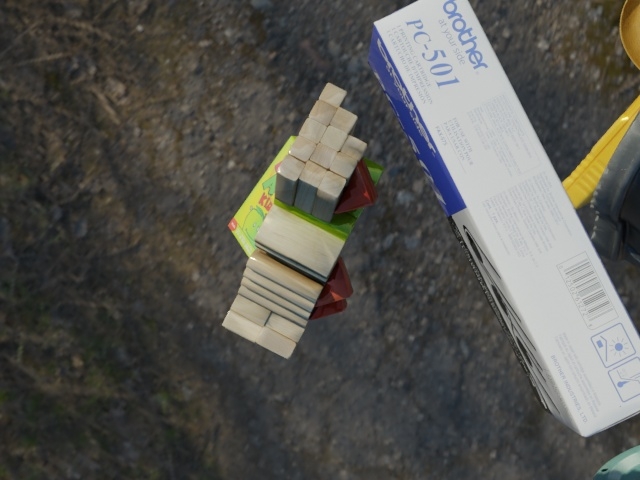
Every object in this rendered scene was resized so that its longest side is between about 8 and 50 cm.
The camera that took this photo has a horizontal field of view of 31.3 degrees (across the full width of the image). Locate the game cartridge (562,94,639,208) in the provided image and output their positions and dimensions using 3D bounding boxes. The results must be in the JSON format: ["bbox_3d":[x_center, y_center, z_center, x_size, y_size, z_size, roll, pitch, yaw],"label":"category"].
[{"bbox_3d":[0.467,-0.190,1.512,0.052,0.285,0.323,47,119,12],"label":"game cartridge"}]

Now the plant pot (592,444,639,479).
[{"bbox_3d":[0.522,0.437,1.661,0.272,0.272,0.255,-21,98,29],"label":"plant pot"}]

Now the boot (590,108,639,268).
[{"bbox_3d":[0.482,0.026,1.056,0.445,0.367,0.146,30,85,18],"label":"boot"}]

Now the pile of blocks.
[{"bbox_3d":[0.000,0.000,1.193,0.113,0.149,0.362,28,139,3],"label":"pile of blocks"}]

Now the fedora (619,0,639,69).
[{"bbox_3d":[0.541,-0.309,1.713,0.194,0.079,0.194,10,117,21],"label":"fedora"}]

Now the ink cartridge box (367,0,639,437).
[{"bbox_3d":[0.089,-0.013,0.549,0.046,0.097,0.207,-26,89,0],"label":"ink cartridge box"}]

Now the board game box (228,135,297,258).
[{"bbox_3d":[-0.053,-0.052,1.636,0.181,0.043,0.092,-53,57,30],"label":"board game box"}]
